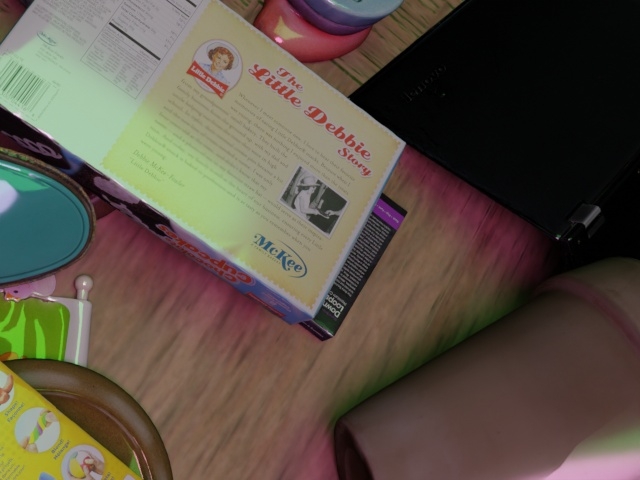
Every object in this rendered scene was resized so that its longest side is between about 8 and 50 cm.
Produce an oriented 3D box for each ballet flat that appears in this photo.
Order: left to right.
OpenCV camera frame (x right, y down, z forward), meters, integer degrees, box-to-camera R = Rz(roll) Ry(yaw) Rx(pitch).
[{"bbox_3d":[-0.351,-0.019,0.739,0.349,0.123,0.123,-4,76,-27],"label":"ballet flat"}]

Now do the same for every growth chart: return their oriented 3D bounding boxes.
[{"bbox_3d":[-0.295,0.095,0.780,0.237,0.021,0.171,1,74,-28],"label":"growth chart"}]

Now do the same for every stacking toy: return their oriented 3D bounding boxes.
[{"bbox_3d":[-0.049,-0.345,0.979,0.280,0.130,0.308,-5,75,-27],"label":"stacking toy"}]

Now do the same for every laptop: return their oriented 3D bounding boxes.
[{"bbox_3d":[0.298,-0.080,1.125,0.382,0.236,0.407,-42,123,-29],"label":"laptop"}]

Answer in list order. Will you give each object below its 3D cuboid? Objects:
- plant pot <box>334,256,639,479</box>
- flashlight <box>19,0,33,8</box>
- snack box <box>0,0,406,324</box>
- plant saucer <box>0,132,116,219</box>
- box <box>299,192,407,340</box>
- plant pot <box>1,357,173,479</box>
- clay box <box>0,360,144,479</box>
[{"bbox_3d":[0.171,0.201,0.835,0.281,0.323,0.323,-14,80,-11],"label":"plant pot"},{"bbox_3d":[-0.146,-0.161,0.889,0.304,0.103,0.103,44,63,-6],"label":"flashlight"},{"bbox_3d":[-0.099,-0.094,0.812,0.322,0.060,0.187,36,67,-16],"label":"snack box"},{"bbox_3d":[-0.225,-0.093,0.828,0.169,0.029,0.168,-1,95,-7],"label":"plant saucer"},{"bbox_3d":[0.000,0.000,0.949,0.116,0.029,0.162,38,60,-9],"label":"box"},{"bbox_3d":[-0.220,0.208,0.757,0.236,0.032,0.236,6,76,-27],"label":"plant pot"},{"bbox_3d":[-0.224,0.182,0.711,0.222,0.053,0.127,44,64,-12],"label":"clay box"}]
